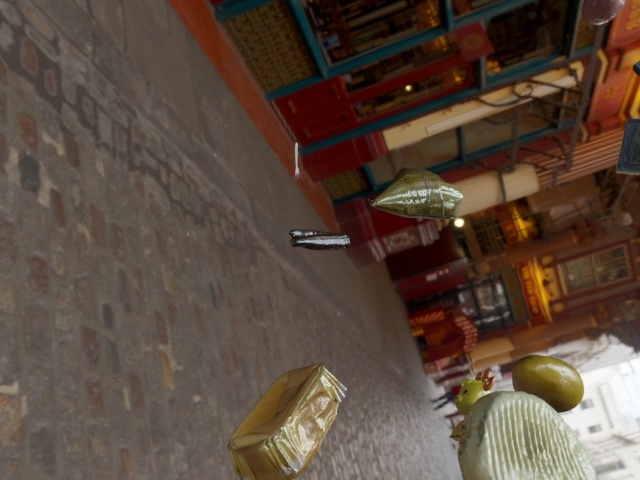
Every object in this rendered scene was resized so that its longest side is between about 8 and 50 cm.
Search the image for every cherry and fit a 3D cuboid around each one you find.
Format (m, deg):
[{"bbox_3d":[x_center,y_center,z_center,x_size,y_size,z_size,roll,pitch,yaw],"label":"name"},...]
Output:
[{"bbox_3d":[0.690,-0.577,1.351,0.087,0.106,0.126,35,35,3],"label":"cherry"}]

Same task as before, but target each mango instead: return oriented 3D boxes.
[{"bbox_3d":[0.452,0.289,1.122,0.195,0.137,0.098,34,51,-38],"label":"mango"}]

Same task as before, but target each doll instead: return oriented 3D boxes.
[{"bbox_3d":[0.450,0.480,1.595,0.143,0.135,0.221,118,-6,-65],"label":"doll"}]

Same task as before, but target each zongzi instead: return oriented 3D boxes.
[{"bbox_3d":[0.189,-0.119,1.375,0.228,0.256,0.115,-137,-134,-60],"label":"zongzi"}]

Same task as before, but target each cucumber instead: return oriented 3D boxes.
[{"bbox_3d":[-0.001,0.001,0.914,0.134,0.034,0.033,1,56,-40],"label":"cucumber"}]

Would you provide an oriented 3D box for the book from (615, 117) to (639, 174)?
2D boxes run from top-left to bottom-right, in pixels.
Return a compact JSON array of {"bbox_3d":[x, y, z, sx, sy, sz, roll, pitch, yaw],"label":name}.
[{"bbox_3d":[1.062,-0.278,1.683,0.025,0.269,0.191,39,67,-56],"label":"book"}]

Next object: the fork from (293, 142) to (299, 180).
[{"bbox_3d":[-0.071,-0.229,1.626,0.012,0.016,0.115,23,-63,44],"label":"fork"}]

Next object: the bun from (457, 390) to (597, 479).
[{"bbox_3d":[0.308,0.344,0.863,0.134,0.220,0.220,116,-29,-46],"label":"bun"}]

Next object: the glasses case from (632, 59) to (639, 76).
[{"bbox_3d":[0.795,-0.325,1.132,0.117,0.301,0.070,132,-37,-50],"label":"glasses case"}]

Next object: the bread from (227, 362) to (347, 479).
[{"bbox_3d":[-0.055,0.330,0.998,0.107,0.136,0.241,61,28,-9],"label":"bread"}]
